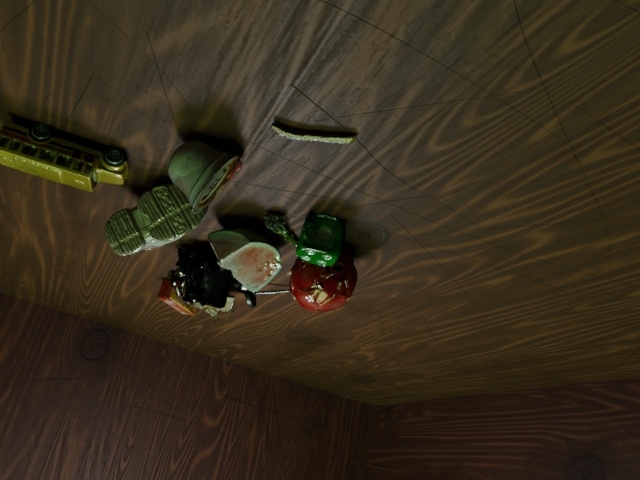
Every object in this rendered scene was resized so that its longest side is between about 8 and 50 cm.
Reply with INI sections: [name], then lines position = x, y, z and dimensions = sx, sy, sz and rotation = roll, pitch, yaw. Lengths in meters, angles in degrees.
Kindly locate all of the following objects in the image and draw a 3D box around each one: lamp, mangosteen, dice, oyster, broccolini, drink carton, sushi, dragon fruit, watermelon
[lamp]
position = -0.146, 0.235, 2.203
dimensions = 0.372, 0.108, 0.130
rotation = 4, 156, 15
[mangosteen]
position = -0.291, 0.132, 2.063
dimensions = 0.137, 0.137, 0.151
rotation = -19, 106, 46
[dice]
position = 0.000, 0.000, 1.650
dimensions = 0.129, 0.130, 0.120
rotation = 16, 153, -7
[oyster]
position = -0.483, 0.280, 2.410
dimensions = 0.198, 0.133, 0.337
rotation = 14, 156, -9
[broccolini]
position = -0.110, -0.031, 1.748
dimensions = 0.067, 0.058, 0.216
rotation = 37, 179, 35
[drink carton]
position = -0.659, 0.266, 2.494
dimensions = 0.071, 0.096, 0.223
rotation = 2, 152, 21
[sushi]
position = -0.476, 0.137, 2.078
dimensions = 0.213, 0.215, 0.227
rotation = 11, 175, 12
[dragon fruit]
position = 0.007, 0.128, 1.800
dimensions = 0.252, 0.240, 0.241
rotation = -19, 141, 36
[watermelon]
position = -0.254, 0.062, 1.828
dimensions = 0.224, 0.180, 0.305
rotation = 16, 159, 25

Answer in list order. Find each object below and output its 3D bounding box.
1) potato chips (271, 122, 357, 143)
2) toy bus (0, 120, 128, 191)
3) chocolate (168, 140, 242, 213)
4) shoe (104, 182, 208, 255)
[potato chips]
position = -0.015, -0.253, 1.277
dimensions = 0.204, 0.026, 0.037
rotation = 10, 140, 6
[toy bus]
position = -0.725, -0.228, 1.514
dimensions = 0.336, 0.122, 0.121
rotation = 18, 153, -11
[chocolate]
position = -0.317, -0.188, 1.407
dimensions = 0.147, 0.221, 0.221
rotation = 42, 152, 3
[shoe]
position = -0.494, -0.077, 1.697
dimensions = 0.351, 0.171, 0.198
rotation = -18, -179, 17
